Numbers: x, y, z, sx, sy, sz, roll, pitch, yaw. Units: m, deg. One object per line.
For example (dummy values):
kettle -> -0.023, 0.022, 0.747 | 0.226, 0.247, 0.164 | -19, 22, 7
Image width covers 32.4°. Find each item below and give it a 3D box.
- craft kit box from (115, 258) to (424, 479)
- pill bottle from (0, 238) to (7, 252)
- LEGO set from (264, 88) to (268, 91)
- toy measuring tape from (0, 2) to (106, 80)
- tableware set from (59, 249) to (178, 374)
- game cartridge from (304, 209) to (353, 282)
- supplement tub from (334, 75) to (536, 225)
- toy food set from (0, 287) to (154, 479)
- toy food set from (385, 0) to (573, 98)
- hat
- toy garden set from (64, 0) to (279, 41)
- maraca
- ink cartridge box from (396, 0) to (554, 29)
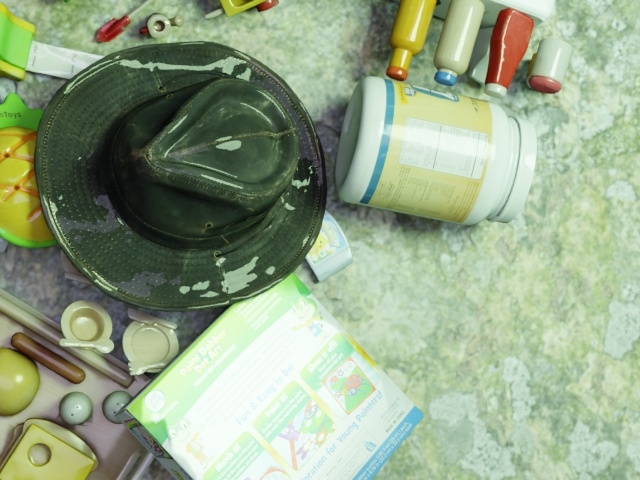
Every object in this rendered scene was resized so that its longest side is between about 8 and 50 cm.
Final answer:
craft kit box -> -0.049, 0.191, 1.197 | 0.247, 0.061, 0.250 | 50, 61, -6
pill bottle -> -0.379, -0.005, 1.179 | 0.083, 0.043, 0.043 | 7, 84, -42
LEGO set -> -0.073, -0.148, 1.269 | 0.054, 0.023, 0.083 | -6, 87, -11
toy measuring tape -> -0.331, -0.215, 1.182 | 0.330, 0.121, 0.121 | 12, 84, -9
tableware set -> -0.216, 0.064, 1.199 | 0.141, 0.020, 0.169 | 11, 61, -24
game cartridge -> 0.000, 0.000, 1.276 | 0.056, 0.017, 0.083 | -32, 92, -15
supplement tub -> 0.127, -0.097, 1.240 | 0.199, 0.144, 0.144 | 11, 84, -10
toy food set -> -0.328, 0.186, 1.163 | 0.306, 0.092, 0.220 | 33, 81, -6
toy food set -> 0.193, -0.200, 1.259 | 0.232, 0.111, 0.105 | 21, 83, -31
hat -> -0.122, -0.081, 1.147 | 0.331, 0.134, 0.331 | 5, 78, -23
toy garden set -> -0.174, -0.317, 1.218 | 0.244, 0.049, 0.204 | -25, 110, -3
maraca -> -0.325, -0.077, 1.181 | 0.127, 0.099, 0.186 | -7, 70, -45
ink cartridge box -> 0.132, -0.392, 1.270 | 0.307, 0.129, 0.223 | 18, 84, -9
